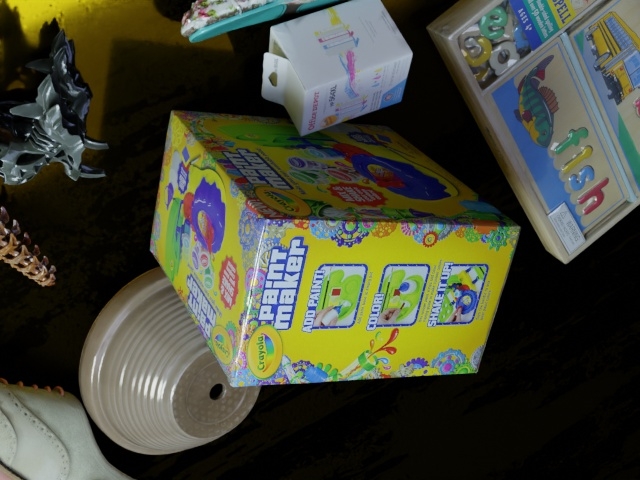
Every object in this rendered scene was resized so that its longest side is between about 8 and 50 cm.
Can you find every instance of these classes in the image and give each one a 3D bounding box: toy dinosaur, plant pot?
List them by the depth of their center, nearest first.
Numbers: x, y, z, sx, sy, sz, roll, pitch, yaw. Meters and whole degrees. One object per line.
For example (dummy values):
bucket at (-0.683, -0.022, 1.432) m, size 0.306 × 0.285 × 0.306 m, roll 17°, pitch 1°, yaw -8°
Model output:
toy dinosaur at (-0.330, -0.102, 0.942) m, size 0.218 × 0.164 × 0.322 m, roll -19°, pitch 143°, yaw 1°
plant pot at (-0.147, 0.152, 1.132) m, size 0.237 × 0.109 × 0.238 m, roll -15°, pitch 117°, yaw -32°

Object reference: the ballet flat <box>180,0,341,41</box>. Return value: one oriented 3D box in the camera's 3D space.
ballet flat at (-0.041, -0.270, 1.018) m, size 0.240 × 0.091 × 0.077 m, roll -20°, pitch 93°, yaw -20°

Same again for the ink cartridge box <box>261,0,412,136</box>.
ink cartridge box at (0.010, -0.184, 1.051) m, size 0.143 × 0.090 × 0.092 m, roll -22°, pitch 157°, yaw -14°

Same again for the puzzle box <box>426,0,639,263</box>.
puzzle box at (0.333, -0.190, 1.251) m, size 0.272 × 0.052 × 0.409 m, roll -39°, pitch 126°, yaw -3°

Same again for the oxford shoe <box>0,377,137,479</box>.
oxford shoe at (-0.358, 0.206, 1.101) m, size 0.397 × 0.140 × 0.146 m, roll 58°, pitch 48°, yaw -29°

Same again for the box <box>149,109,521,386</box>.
box at (0.000, 0.000, 1.041) m, size 0.279 × 0.290 × 0.177 m, roll 0°, pitch 116°, yaw -27°
